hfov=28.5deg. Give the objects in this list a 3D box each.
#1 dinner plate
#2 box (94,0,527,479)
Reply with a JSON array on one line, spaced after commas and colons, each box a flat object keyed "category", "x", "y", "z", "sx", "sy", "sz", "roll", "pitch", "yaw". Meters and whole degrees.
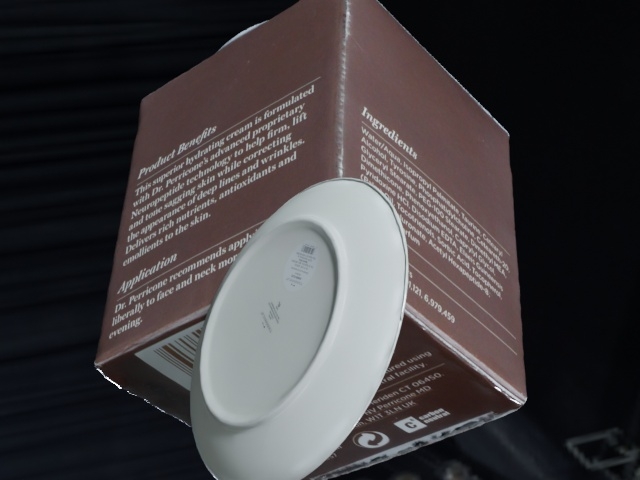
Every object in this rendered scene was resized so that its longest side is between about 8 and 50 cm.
[{"category": "dinner plate", "x": -0.017, "y": 0.036, "z": 0.529, "sx": 0.141, "sy": 0.017, "sz": 0.141, "roll": -33, "pitch": -137, "yaw": 37}, {"category": "box", "x": 0.000, "y": 0.000, "z": 0.713, "sx": 0.168, "sy": 0.167, "sz": 0.203, "roll": -26, "pitch": -138, "yaw": 32}]
